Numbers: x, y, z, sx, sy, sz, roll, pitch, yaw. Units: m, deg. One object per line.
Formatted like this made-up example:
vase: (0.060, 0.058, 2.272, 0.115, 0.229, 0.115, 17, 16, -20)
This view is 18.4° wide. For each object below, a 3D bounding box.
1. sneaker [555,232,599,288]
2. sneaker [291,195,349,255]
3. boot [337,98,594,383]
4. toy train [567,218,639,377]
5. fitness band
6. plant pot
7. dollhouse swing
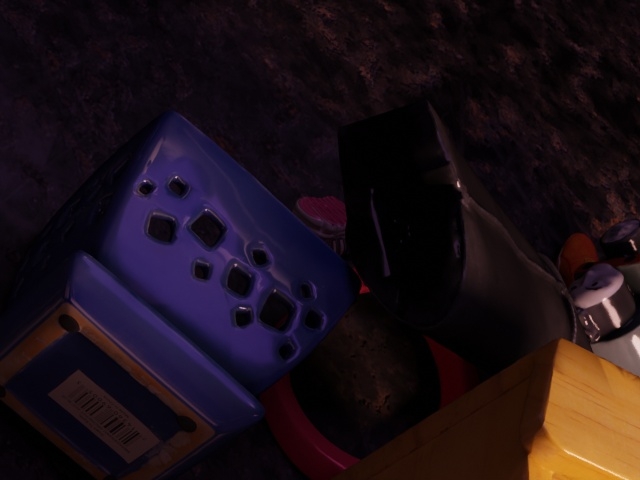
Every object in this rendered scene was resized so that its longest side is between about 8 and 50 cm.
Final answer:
sneaker: (0.310, 0.058, 2.253, 0.064, 0.067, 0.175, 26, 43, -26)
sneaker: (0.000, 0.000, 2.001, 0.063, 0.075, 0.170, 43, 13, 17)
boot: (0.175, 0.104, 1.810, 0.367, 0.146, 0.445, 64, 7, 26)
toy train: (0.374, 0.146, 2.137, 0.190, 0.142, 0.334, -46, 115, -42)
fitness band: (0.051, 0.138, 1.948, 0.209, 0.054, 0.291, 54, 39, 0)
plant pot: (-0.143, 0.072, 1.667, 0.236, 0.236, 0.212, 42, 46, -11)
dollhouse swing: (0.147, 0.307, 1.626, 0.315, 0.347, 0.305, 27, 42, -33)
